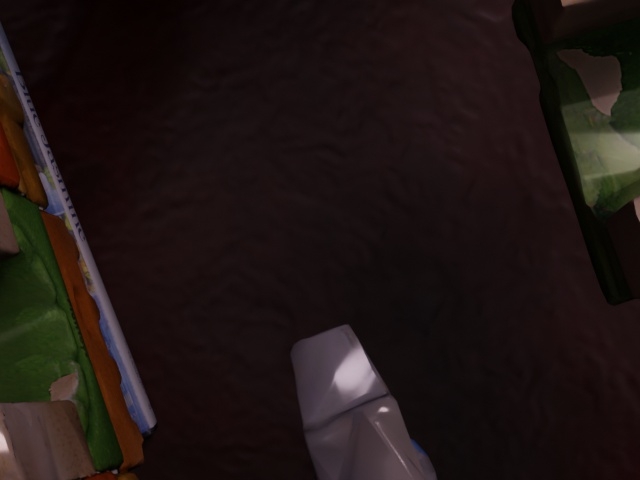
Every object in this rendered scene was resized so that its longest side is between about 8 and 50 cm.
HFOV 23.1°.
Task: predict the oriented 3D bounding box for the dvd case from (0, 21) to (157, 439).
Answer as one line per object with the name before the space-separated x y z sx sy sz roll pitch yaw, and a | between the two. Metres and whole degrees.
dvd case | -0.196 -0.006 0.647 0.180 0.022 0.253 -21 94 3

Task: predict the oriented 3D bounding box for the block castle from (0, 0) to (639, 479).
block castle | 0.000 0.000 0.521 0.303 0.213 0.453 -19 84 0
